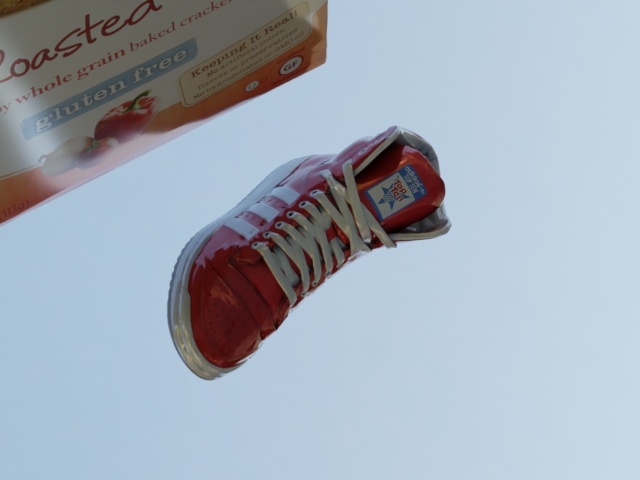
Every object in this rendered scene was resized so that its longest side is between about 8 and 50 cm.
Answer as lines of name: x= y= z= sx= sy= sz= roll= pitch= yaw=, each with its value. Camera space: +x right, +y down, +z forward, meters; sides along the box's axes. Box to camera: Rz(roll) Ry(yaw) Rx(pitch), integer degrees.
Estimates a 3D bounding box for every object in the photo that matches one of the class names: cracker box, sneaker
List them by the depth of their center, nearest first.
cracker box: x=-0.077 y=-0.098 z=0.532 sx=0.155 sy=0.067 sz=0.232 roll=-28 pitch=-25 yaw=-14
sneaker: x=0.000 y=0.000 z=0.639 sx=0.042 sy=0.067 sz=0.118 roll=60 pitch=-144 yaw=-19
